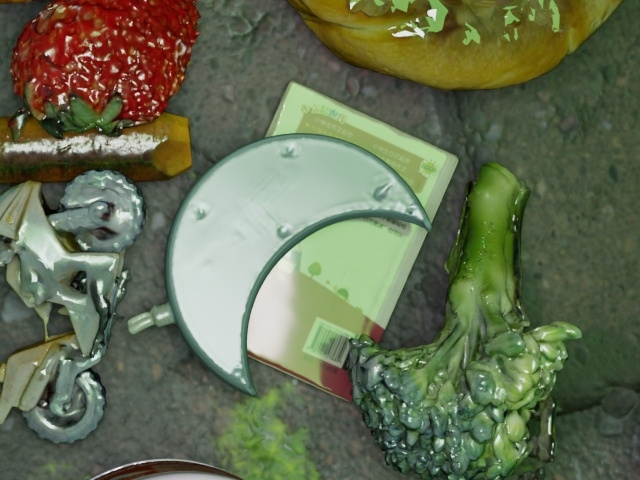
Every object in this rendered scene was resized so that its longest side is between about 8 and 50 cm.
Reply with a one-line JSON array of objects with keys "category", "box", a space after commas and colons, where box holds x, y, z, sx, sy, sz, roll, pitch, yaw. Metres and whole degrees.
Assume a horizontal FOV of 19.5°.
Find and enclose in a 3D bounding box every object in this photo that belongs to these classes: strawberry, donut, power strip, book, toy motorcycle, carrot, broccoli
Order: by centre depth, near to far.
[{"category": "strawberry", "box": [-0.175, -0.157, 1.498, 0.192, 0.085, 0.140, -24, 51, -10]}, {"category": "broccoli", "box": [0.129, 0.065, 1.507, 0.177, 0.198, 0.275, 22, 84, -14]}, {"category": "toy motorcycle", "box": [-0.221, 0.047, 1.510, 0.130, 0.094, 0.229, 12, 97, -4]}, {"category": "carrot", "box": [-0.262, -0.071, 1.523, 0.314, 0.066, 0.066, -5, 87, -6]}, {"category": "power strip", "box": [-0.045, 0.011, 1.532, 0.253, 0.054, 0.167, -41, 87, -7]}, {"category": "donut", "box": [0.115, -0.303, 1.546, 0.360, 0.170, 0.360, 0, 92, -13]}, {"category": "book", "box": [0.000, 0.000, 1.578, 0.162, 0.022, 0.232, 25, 83, -7]}]

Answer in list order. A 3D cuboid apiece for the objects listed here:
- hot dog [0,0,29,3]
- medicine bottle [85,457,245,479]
[{"category": "hot dog", "box": [-0.241, -0.324, 1.510, 0.196, 0.122, 0.272, 25, 74, -7]}, {"category": "medicine bottle", "box": [-0.114, 0.298, 1.432, 0.252, 0.241, 0.252, 1, 86, -9]}]
